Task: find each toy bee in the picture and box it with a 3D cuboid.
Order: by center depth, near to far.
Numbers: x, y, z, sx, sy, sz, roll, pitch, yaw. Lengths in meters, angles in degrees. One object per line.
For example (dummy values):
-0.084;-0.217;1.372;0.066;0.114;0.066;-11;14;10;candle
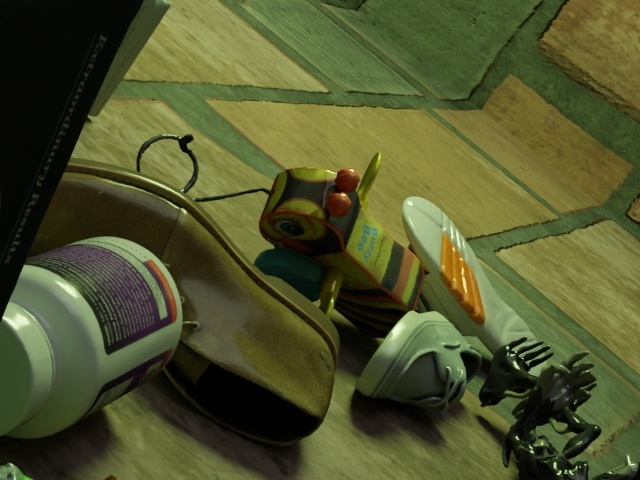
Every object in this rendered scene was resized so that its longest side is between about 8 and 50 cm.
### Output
0.000;0.000;1.343;0.298;0.162;0.195;12;72;-37;toy bee

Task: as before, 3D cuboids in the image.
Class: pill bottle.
-0.170;0.062;0.938;0.108;0.108;0.193;39;17;9;pill bottle

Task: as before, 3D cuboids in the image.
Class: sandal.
0.147;0.076;1.595;0.265;0.076;0.102;53;28;-16;sandal

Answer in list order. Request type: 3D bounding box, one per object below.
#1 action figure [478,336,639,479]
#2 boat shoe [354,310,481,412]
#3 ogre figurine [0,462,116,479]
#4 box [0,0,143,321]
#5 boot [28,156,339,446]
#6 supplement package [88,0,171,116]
0.236;0.181;1.359;0.164;0.141;0.276;42;12;-22;action figure
0.101;0.115;1.369;0.081;0.079;0.227;36;13;14;boat shoe
-0.124;0.177;0.706;0.197;0.118;0.097;36;17;-1;ogre figurine
-0.276;-0.009;0.557;0.212;0.293;0.395;28;15;9;box
-0.113;0.046;1.118;0.305;0.112;0.115;33;28;-16;boot
-0.298;-0.248;1.444;0.203;0.149;0.194;13;29;-52;supplement package
